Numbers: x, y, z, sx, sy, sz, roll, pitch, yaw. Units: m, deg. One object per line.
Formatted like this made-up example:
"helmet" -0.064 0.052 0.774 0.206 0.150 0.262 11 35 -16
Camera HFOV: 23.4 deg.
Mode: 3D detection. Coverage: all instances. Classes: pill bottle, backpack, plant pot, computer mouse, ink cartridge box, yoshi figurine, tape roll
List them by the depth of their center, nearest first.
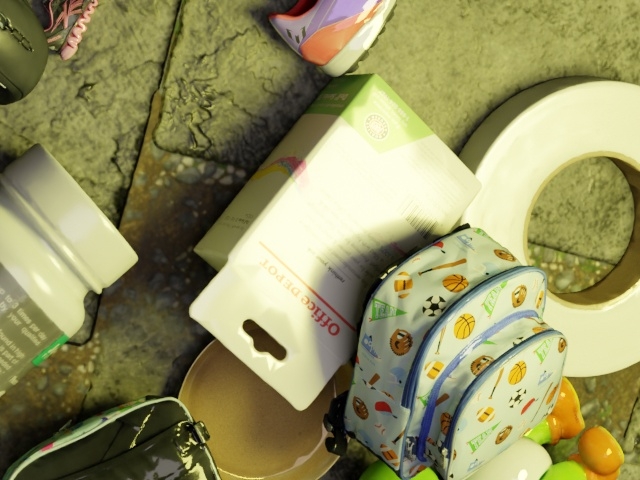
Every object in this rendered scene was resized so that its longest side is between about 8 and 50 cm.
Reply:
"computer mouse" -0.351 -0.192 1.599 0.060 0.262 0.184 16 65 17
"pill bottle" -0.388 0.073 1.668 0.361 0.204 0.204 -41 112 -7
"backpack" 0.152 0.127 1.767 0.276 0.213 0.263 -35 138 -34
"backpack" -0.244 0.312 1.772 0.253 0.191 0.225 -25 92 -22
"ink cartridge box" 0.000 0.000 1.820 0.207 0.119 0.353 44 77 -22
"plant pot" -0.068 0.204 1.909 0.236 0.032 0.236 -5 104 -19
"yoshi figurine" 0.190 0.303 1.952 0.362 0.203 0.203 -28 94 -10
"tape roll" 0.341 -0.017 1.990 0.392 0.072 0.392 -5 103 -20

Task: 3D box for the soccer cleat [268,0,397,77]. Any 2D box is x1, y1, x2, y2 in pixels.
"soccer cleat" 0.065 -0.347 1.799 0.116 0.108 0.318 32 92 -19

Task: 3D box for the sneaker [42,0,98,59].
"sneaker" -0.279 -0.264 1.724 0.057 0.047 0.119 26 91 -12
